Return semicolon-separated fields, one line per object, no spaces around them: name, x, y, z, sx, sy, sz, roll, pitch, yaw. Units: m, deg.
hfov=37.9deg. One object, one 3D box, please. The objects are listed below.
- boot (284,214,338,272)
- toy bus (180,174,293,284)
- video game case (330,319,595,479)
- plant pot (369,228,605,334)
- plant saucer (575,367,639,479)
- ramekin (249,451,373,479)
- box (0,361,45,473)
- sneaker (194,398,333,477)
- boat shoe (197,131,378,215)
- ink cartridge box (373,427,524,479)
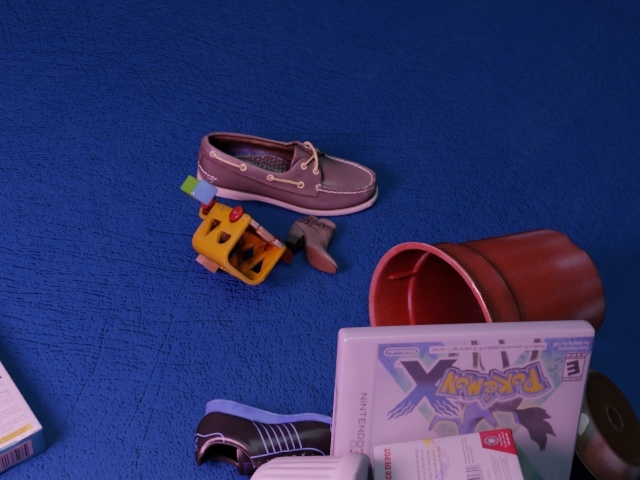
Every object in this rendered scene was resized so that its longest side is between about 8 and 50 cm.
boot;0.000;0.000;1.569;0.118;0.042;0.087;32;48;18
toy bus;-0.152;0.001;1.493;0.191;0.202;0.104;33;81;11
video game case;0.177;0.247;1.207;0.329;0.300;0.036;-1;21;-11
plant pot;0.259;0.107;1.384;0.265;0.272;0.272;-15;51;-33
plant saucer;0.407;0.259;1.329;0.199;0.036;0.198;32;38;-29
ramekin;-0.021;0.374;1.077;0.127;0.273;0.273;5;46;12
box;-0.480;0.207;1.279;0.100;0.060;0.244;-25;56;-29
sneaker;-0.057;0.285;1.273;0.232;0.081;0.090;8;49;7
boat shoe;-0.053;-0.124;1.635;0.324;0.096;0.116;9;47;-2
ink cartridge box;0.157;0.321;1.122;0.176;0.127;0.128;-8;20;7
